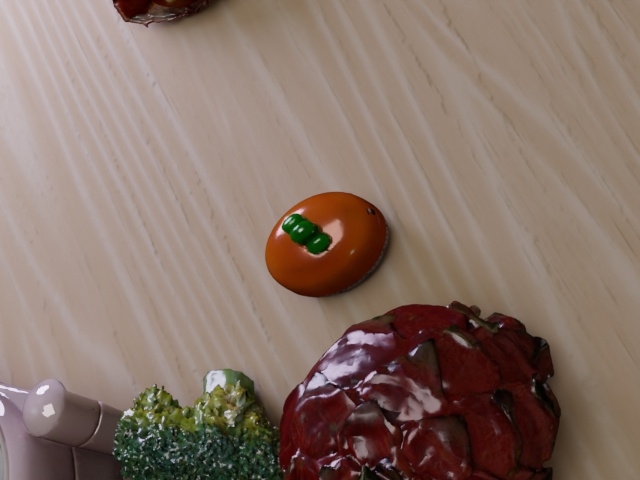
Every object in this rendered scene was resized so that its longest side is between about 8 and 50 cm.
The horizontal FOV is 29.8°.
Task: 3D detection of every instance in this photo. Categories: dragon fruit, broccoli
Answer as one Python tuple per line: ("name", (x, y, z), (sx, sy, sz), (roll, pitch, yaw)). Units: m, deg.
("dragon fruit", (0.099, 0.178, 1.095), (0.299, 0.244, 0.244), (-29, 61, -27))
("broccoli", (-0.107, 0.211, 1.231), (0.194, 0.219, 0.194), (-48, 26, 34))

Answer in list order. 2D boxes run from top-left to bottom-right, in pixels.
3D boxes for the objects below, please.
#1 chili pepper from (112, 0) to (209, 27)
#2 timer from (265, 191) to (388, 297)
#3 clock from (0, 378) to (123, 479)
("chili pepper", (-0.196, -0.387, 1.437), (0.144, 0.136, 0.253), (129, 142, -57))
("timer", (0.000, 0.000, 1.240), (0.136, 0.136, 0.099), (-42, 59, 10))
("clock", (-0.361, 0.305, 1.267), (0.342, 0.184, 0.326), (1, 66, 45))
